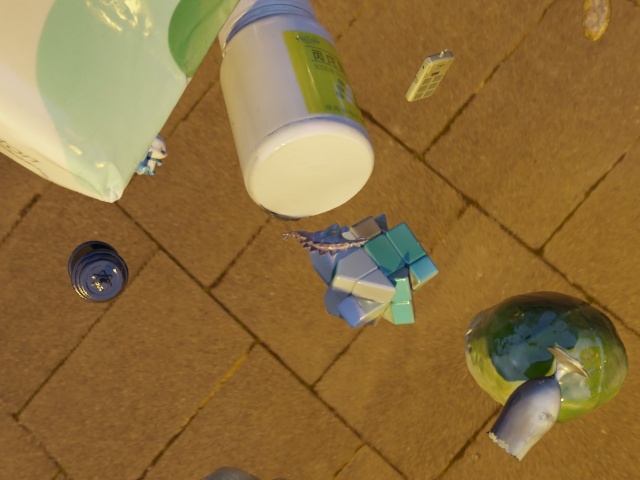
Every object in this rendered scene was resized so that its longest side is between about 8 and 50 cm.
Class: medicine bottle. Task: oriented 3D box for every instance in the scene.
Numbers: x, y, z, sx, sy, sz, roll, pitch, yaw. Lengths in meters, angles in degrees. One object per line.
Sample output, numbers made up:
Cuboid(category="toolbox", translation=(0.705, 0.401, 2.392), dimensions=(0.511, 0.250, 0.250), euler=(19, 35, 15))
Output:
Cuboid(category="medicine bottle", translation=(-0.038, -0.164, 0.930), dimensions=(0.143, 0.143, 0.258), euler=(-24, 54, 8))

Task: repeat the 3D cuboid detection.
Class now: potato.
Cuboid(category="potato", translation=(0.428, -0.354, 1.283), dimensions=(0.046, 0.045, 0.092), euler=(15, 104, 45))

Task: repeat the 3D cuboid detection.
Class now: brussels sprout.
Cuboid(category="brussels sprout", translation=(0.485, 0.249, 1.845), dimensions=(0.354, 0.289, 0.281), euler=(5, 110, 52))

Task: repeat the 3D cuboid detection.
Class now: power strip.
Cuboid(category="power strip", translation=(0.258, -0.388, 1.953), dimensions=(0.076, 0.169, 0.028), euler=(-19, 70, -23))

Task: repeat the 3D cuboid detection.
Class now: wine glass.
Cuboid(category="wine glass", translation=(0.420, 0.317, 1.609), dimensions=(0.103, 0.103, 0.222), euler=(36, 86, 13))

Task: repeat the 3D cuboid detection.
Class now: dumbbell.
Cuboid(category="dumbbell", translation=(-0.400, 0.055, 1.490), dimensions=(0.099, 0.208, 0.099), euler=(-5, 103, -21))

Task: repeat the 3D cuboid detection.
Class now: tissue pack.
Cuboid(category="tissue pack", translation=(-0.278, -0.235, 0.742), dimensions=(0.194, 0.356, 0.266), euler=(15, 73, 49))

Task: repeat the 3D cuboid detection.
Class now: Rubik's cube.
Cuboid(category="Rubik's cube", translation=(0.101, 0.083, 1.776), dimensions=(0.213, 0.224, 0.265), euler=(-29, 77, -28))

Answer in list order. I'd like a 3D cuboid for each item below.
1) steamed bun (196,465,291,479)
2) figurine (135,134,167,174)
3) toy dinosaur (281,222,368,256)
Cuboid(category="steamed bun", translation=(-0.094, 0.537, 1.402), dimensions=(0.372, 0.325, 0.230), euler=(45, 121, -1))
Cuboid(category="figurine", translation=(-0.273, -0.155, 1.274), dimensions=(0.079, 0.114, 0.114), euler=(6, 84, -3))
Cuboid(category="toy dinosaur", translation=(-0.001, -0.002, 1.607), dimensions=(0.209, 0.082, 0.039), euler=(5, 117, 37))
